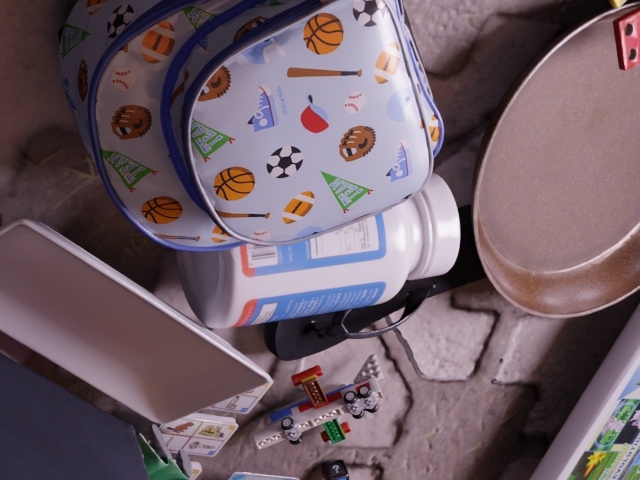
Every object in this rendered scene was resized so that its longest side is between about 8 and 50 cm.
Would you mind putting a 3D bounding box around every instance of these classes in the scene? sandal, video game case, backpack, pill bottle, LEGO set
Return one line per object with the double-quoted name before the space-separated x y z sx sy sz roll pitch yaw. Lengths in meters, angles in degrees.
"sandal" 0.066 0.036 1.680 0.254 0.054 0.097 -25 130 -14
"video game case" 0.362 0.165 1.913 0.300 0.036 0.329 8 118 -48
"backpack" -0.054 -0.113 1.399 0.263 0.213 0.276 -21 122 -2
"pill bottle" 0.000 0.000 1.572 0.221 0.124 0.124 -7 124 -26
"LEGO set" -0.054 0.173 1.720 0.244 0.060 0.182 11 131 -34

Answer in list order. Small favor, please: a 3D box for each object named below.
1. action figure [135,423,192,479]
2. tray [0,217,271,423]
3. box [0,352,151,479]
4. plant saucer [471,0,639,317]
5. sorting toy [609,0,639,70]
"action figure" -0.222 0.248 1.645 0.232 0.063 0.137 -32 134 7
"tray" -0.179 0.063 1.517 0.145 0.030 0.270 -25 132 38
"box" -0.434 0.268 1.322 0.472 0.297 0.480 34 101 -23
"plant saucer" 0.252 -0.078 1.695 0.310 0.050 0.311 -18 126 -27
"sorting toy" 0.351 -0.241 1.623 0.274 0.046 0.132 -25 118 -30
